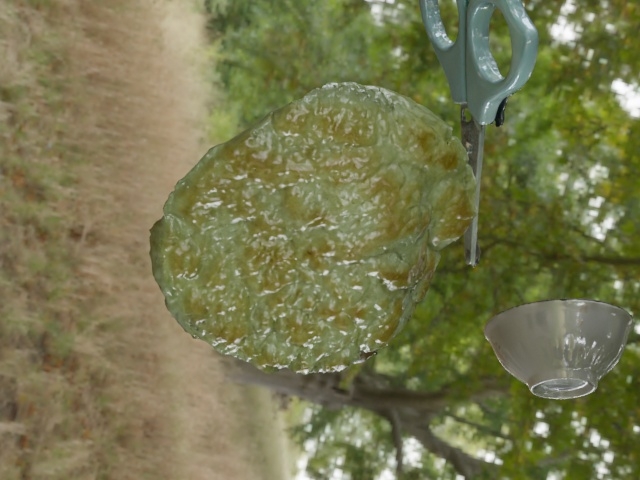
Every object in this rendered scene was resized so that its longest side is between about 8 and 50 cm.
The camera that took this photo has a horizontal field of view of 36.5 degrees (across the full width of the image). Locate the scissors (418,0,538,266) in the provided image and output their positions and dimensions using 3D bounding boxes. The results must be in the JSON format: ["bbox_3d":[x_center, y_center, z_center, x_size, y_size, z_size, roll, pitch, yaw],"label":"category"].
[{"bbox_3d":[0.160,-0.118,1.001,0.191,0.029,0.360,47,-28,49],"label":"scissors"}]

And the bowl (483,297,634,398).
[{"bbox_3d":[0.304,0.148,1.222,0.189,0.188,0.086,104,-12,-63],"label":"bowl"}]

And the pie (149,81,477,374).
[{"bbox_3d":[-0.006,-0.004,0.781,0.274,0.257,0.106,-55,-144,28],"label":"pie"}]
